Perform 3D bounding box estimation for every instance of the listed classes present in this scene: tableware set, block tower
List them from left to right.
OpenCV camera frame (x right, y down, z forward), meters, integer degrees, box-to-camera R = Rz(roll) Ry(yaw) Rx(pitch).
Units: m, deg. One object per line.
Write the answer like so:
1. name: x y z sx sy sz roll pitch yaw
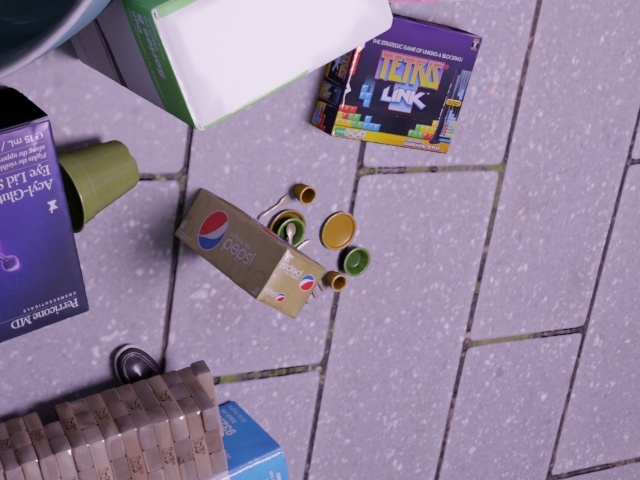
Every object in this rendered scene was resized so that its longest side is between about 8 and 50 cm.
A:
1. block tower: -0.257 0.228 1.223 0.335 0.097 0.091 -17 120 -18
2. tableware set: 0.000 0.000 1.363 0.104 0.024 0.154 -38 127 -14

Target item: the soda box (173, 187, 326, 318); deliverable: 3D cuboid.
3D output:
1. soda box: -0.075 0.011 1.216 0.058 0.181 0.061 30 92 -40

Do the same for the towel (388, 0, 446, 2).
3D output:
1. towel: 0.134 -0.359 1.286 0.144 0.029 0.197 -10 114 -30

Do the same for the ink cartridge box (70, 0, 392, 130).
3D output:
1. ink cartridge box: -0.100 -0.218 1.035 0.198 0.273 0.115 -32 123 -18

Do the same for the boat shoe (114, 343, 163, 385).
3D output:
1. boat shoe: -0.186 0.167 1.307 0.046 0.038 0.125 -33 126 -17

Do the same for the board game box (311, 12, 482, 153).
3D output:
1. board game box: 0.087 -0.178 1.323 0.170 0.048 0.141 4 110 -35

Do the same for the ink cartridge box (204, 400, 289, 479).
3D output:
1. ink cartridge box: -0.187 0.352 1.334 0.307 0.129 0.223 -21 122 -25

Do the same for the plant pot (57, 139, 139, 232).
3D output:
1. plant pot: -0.222 -0.061 1.158 0.079 0.083 0.083 -29 126 -34

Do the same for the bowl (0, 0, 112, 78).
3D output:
1. bowl: -0.251 -0.260 0.880 0.312 0.311 0.163 -67 168 10

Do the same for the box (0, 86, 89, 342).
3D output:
1. box: -0.316 -0.015 1.090 0.153 0.108 0.207 -22 121 -25
